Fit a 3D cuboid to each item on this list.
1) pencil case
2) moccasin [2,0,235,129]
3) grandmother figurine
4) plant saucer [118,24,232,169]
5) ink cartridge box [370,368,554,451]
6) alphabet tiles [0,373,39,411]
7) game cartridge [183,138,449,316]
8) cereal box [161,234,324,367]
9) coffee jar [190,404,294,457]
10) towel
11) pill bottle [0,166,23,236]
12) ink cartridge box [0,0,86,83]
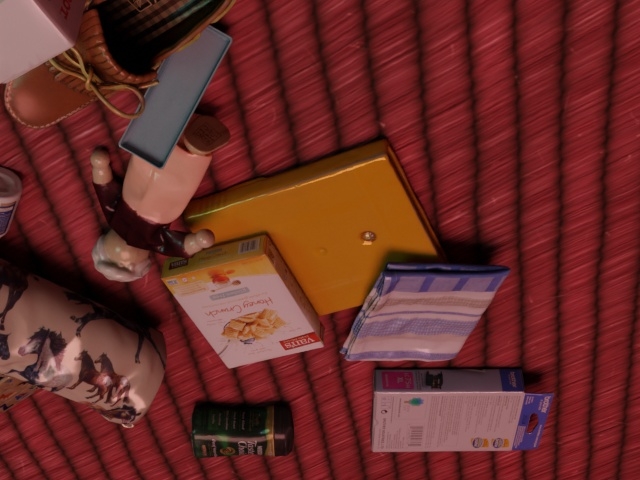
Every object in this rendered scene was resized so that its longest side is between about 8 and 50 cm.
[{"bbox_3d":[-0.427,0.160,1.652,0.410,0.160,0.183,29,99,-33],"label":"pencil case"},{"bbox_3d":[-0.241,-0.240,1.282,0.380,0.147,0.139,-24,131,22],"label":"moccasin"},{"bbox_3d":[-0.239,-0.052,1.512,0.208,0.104,0.342,44,133,7],"label":"grandmother figurine"},{"bbox_3d":[-0.183,-0.188,1.353,0.067,0.018,0.192,30,97,2],"label":"plant saucer"},{"bbox_3d":[0.247,0.306,1.906,0.311,0.065,0.186,1,135,1],"label":"ink cartridge box"},{"bbox_3d":[-0.570,0.267,1.790,0.237,0.009,0.198,-33,160,15],"label":"alphabet tiles"},{"bbox_3d":[0.000,0.000,1.605,0.324,0.052,0.285,-15,134,18],"label":"game cartridge"},{"bbox_3d":[-0.114,0.099,1.641,0.173,0.047,0.240,-14,134,17],"label":"cereal box"},{"bbox_3d":[-0.140,0.347,1.928,0.184,0.079,0.096,-1,135,0],"label":"coffee jar"},{"bbox_3d":[0.161,0.120,1.686,0.209,0.034,0.285,1,147,-13],"label":"towel"},{"bbox_3d":[-0.476,-0.044,1.534,0.067,0.067,0.120,18,132,-18],"label":"pill bottle"},{"bbox_3d":[-0.375,-0.340,1.140,0.117,0.201,0.278,-21,132,19],"label":"ink cartridge box"}]
